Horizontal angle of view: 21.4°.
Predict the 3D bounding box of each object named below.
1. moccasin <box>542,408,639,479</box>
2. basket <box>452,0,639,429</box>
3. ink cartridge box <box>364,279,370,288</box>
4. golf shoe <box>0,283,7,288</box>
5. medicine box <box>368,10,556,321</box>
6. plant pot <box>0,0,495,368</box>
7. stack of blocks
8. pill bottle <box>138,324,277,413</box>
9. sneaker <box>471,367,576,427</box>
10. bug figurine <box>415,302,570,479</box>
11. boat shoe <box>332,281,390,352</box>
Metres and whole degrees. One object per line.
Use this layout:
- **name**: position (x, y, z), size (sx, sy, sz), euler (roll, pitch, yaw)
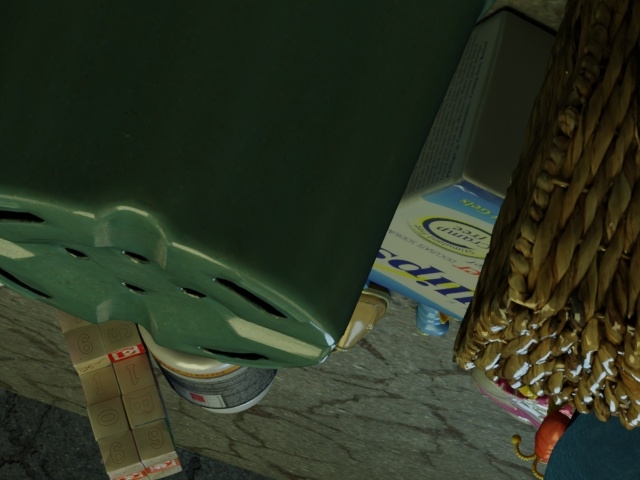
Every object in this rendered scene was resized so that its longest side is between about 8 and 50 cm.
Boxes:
- **moccasin**: position (0.311, 0.163, 1.563), size (0.138, 0.342, 0.117), euler (34, -150, 25)
- **basket**: position (0.237, -0.039, 1.032), size (0.223, 0.299, 0.213), euler (20, 161, 2)
- **ink cartridge box**: position (0.000, 0.000, 1.790), size (0.089, 0.052, 0.122), euler (10, 162, 23)
- **golf shoe**: position (-0.453, -0.015, 2.121), size (0.120, 0.105, 0.273), euler (-8, 150, 41)
- **medicine box**: position (0.167, -0.031, 1.372), size (0.263, 0.149, 0.289), euler (24, 161, -19)
- **plant pot**: position (-0.062, -0.120, 1.026), size (0.341, 0.334, 0.341), euler (17, 163, 5)
- **stack of blocks**: position (-0.255, 0.140, 2.064), size (0.087, 0.297, 0.171), euler (-17, 163, -4)
- **pill bottle**: position (-0.131, 0.119, 2.100), size (0.162, 0.162, 0.278), euler (16, 162, 8)
- **sneaker**: position (0.285, 0.177, 1.987), size (0.252, 0.103, 0.111), euler (30, 164, -15)
- **bug figurine**: position (0.179, 0.109, 1.705), size (0.279, 0.072, 0.216), euler (47, 161, 25)
- **boat shoe**: position (0.036, 0.098, 2.017), size (0.068, 0.072, 0.190), euler (19, 162, -3)
